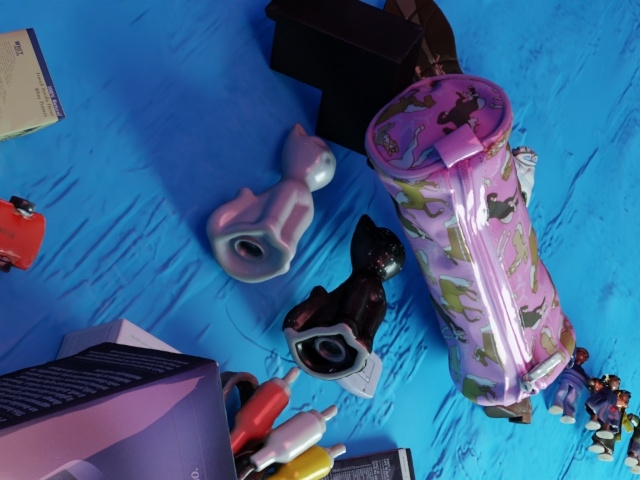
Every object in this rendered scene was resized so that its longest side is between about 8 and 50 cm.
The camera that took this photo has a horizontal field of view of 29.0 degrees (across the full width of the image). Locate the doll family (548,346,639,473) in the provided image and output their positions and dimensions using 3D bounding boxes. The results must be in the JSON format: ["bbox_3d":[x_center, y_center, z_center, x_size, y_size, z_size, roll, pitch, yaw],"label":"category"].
[{"bbox_3d":[0.377,0.219,1.641,0.193,0.076,0.111,46,54,-26],"label":"doll family"}]

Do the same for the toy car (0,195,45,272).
[{"bbox_3d":[-0.316,-0.057,0.922,0.239,0.053,0.225,-26,123,-48],"label":"toy car"}]

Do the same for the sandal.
[{"bbox_3d":[0.135,-0.200,1.495,0.090,0.060,0.219,-31,91,-31],"label":"sandal"}]

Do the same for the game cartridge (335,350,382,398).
[{"bbox_3d":[0.032,0.131,1.328,0.083,0.017,0.056,45,46,-30],"label":"game cartridge"}]

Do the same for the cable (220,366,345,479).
[{"bbox_3d":[-0.089,0.220,1.127,0.287,0.072,0.139,-43,106,-45],"label":"cable"}]

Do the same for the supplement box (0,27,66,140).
[{"bbox_3d":[-0.273,-0.125,1.032,0.083,0.056,0.083,-25,98,-48],"label":"supplement box"}]

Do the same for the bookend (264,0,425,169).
[{"bbox_3d":[0.017,-0.181,1.341,0.072,0.156,0.157,-56,164,-40],"label":"bookend"}]

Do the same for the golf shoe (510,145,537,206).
[{"bbox_3d":[0.219,-0.079,1.558,0.176,0.069,0.086,3,83,-46],"label":"golf shoe"}]

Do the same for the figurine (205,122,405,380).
[{"bbox_3d":[0.000,0.000,1.282,0.215,0.092,0.209,53,38,-18],"label":"figurine"}]

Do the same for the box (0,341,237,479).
[{"bbox_3d":[-0.208,0.252,0.838,0.294,0.183,0.296,-15,99,-36],"label":"box"}]

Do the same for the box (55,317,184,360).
[{"bbox_3d":[-0.171,0.136,1.047,0.101,0.087,0.102,37,55,-34],"label":"box"}]

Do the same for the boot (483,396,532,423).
[{"bbox_3d":[0.232,0.163,1.522,0.106,0.037,0.114,28,62,-55],"label":"boot"}]

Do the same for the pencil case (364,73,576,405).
[{"bbox_3d":[0.167,0.006,1.327,0.160,0.167,0.386,-49,135,-30],"label":"pencil case"}]

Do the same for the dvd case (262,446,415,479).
[{"bbox_3d":[0.032,0.308,1.276,0.221,0.018,0.164,0,78,-47],"label":"dvd case"}]
